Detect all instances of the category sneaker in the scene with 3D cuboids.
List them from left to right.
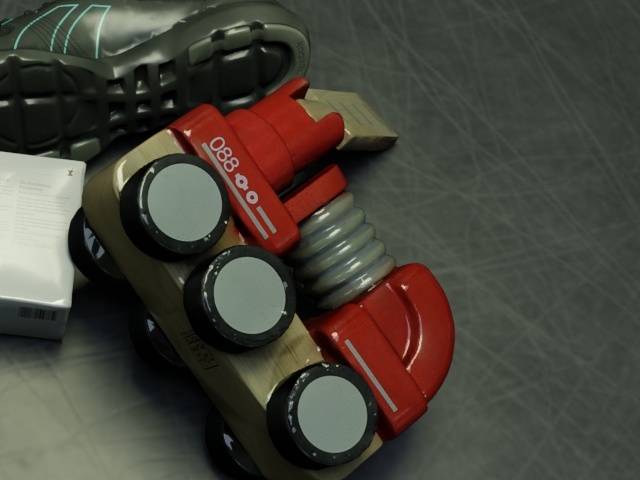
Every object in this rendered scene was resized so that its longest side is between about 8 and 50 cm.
[{"bbox_3d":[-0.144,-0.111,1.145,0.267,0.101,0.106,-11,45,-16],"label":"sneaker"}]

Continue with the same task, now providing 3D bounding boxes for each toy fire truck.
[{"bbox_3d":[0.000,0.000,1.086,0.246,0.158,0.217,-38,96,-28],"label":"toy fire truck"}]

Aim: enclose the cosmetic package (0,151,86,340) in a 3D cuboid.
[{"bbox_3d":[-0.263,-0.007,1.072,0.239,0.060,0.099,7,65,-9],"label":"cosmetic package"}]
